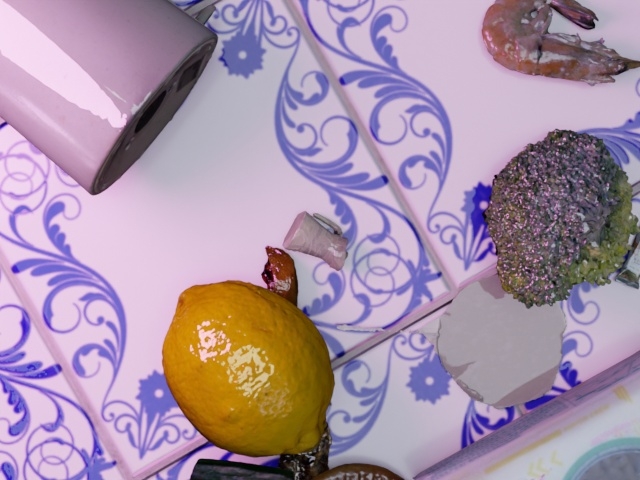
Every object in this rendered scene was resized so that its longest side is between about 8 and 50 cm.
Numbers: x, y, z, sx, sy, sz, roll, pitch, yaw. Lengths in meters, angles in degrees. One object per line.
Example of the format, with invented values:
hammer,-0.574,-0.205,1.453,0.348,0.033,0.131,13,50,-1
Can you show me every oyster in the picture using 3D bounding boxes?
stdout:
oyster,-0.024,0.287,1.899,0.086,0.029,0.132,-7,94,-2

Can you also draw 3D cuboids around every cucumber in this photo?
cucumber,-0.109,0.368,1.821,0.130,0.191,0.191,11,90,1

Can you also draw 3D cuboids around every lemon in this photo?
lemon,-0.090,0.164,1.811,0.204,0.204,0.260,-41,92,-1

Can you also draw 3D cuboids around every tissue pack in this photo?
tissue pack,0.355,0.341,1.851,0.388,0.162,0.287,-28,89,-2

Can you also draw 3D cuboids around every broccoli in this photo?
broccoli,0.307,-0.034,1.844,0.197,0.226,0.176,-12,111,21

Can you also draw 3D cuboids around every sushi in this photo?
sushi,-0.054,0.054,1.887,0.047,0.050,0.099,-5,80,4

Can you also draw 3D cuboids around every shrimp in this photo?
shrimp,0.325,-0.272,1.901,0.223,0.047,0.126,11,80,-1

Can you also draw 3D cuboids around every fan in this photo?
fan,0.174,0.127,1.913,0.310,0.010,0.182,6,90,-5

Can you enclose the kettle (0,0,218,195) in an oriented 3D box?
kettle,-0.319,-0.305,1.796,0.376,0.250,0.361,37,69,0

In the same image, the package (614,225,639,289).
package,0.430,0.011,1.921,0.037,0.015,0.110,25,88,3

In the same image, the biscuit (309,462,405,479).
biscuit,0.045,0.396,1.889,0.212,0.036,0.212,0,92,-11

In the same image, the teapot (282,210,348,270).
teapot,0.000,0.000,1.888,0.083,0.057,0.067,31,61,-8
